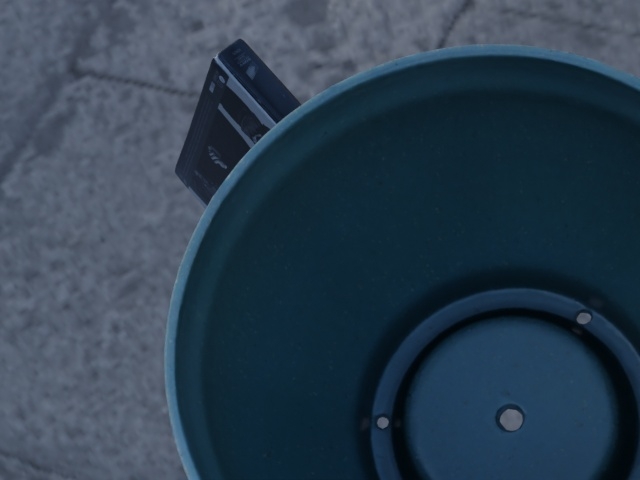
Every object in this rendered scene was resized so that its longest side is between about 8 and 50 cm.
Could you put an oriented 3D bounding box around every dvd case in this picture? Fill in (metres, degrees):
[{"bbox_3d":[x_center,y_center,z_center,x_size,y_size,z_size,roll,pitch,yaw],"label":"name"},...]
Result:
[{"bbox_3d":[0.000,0.000,1.021,0.029,0.179,0.239,-39,82,-24],"label":"dvd case"}]

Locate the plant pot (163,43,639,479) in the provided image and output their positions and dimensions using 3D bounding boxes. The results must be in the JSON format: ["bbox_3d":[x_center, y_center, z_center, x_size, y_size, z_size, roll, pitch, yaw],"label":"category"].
[{"bbox_3d":[0.089,0.075,0.793,0.293,0.196,0.293,-4,69,11],"label":"plant pot"}]
